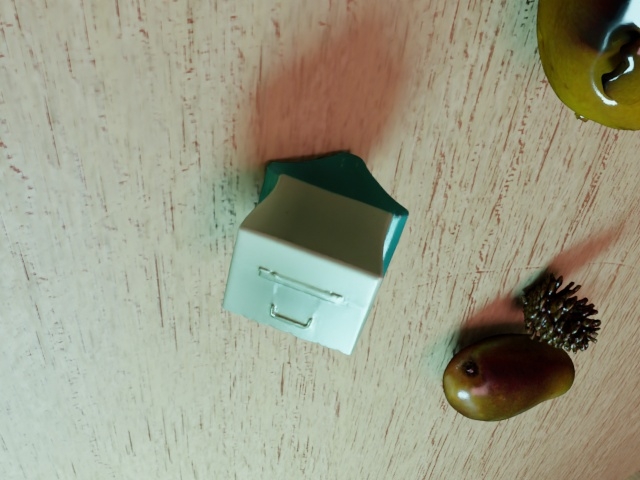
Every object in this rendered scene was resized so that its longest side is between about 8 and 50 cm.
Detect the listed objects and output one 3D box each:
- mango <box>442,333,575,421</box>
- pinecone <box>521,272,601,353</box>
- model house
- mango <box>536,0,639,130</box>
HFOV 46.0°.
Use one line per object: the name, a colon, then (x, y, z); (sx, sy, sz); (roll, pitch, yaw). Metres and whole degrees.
mango: (0.266, 0.197, 1.085); (0.268, 0.111, 0.133); (4, 113, -39)
pinecone: (0.326, 0.106, 1.030); (0.102, 0.109, 0.102); (-28, 155, -14)
model house: (0.000, 0.000, 0.645); (0.127, 0.149, 0.100); (20, 133, 3)
mango: (0.264, -0.210, 0.579); (0.201, 0.152, 0.287); (-21, 145, -24)
